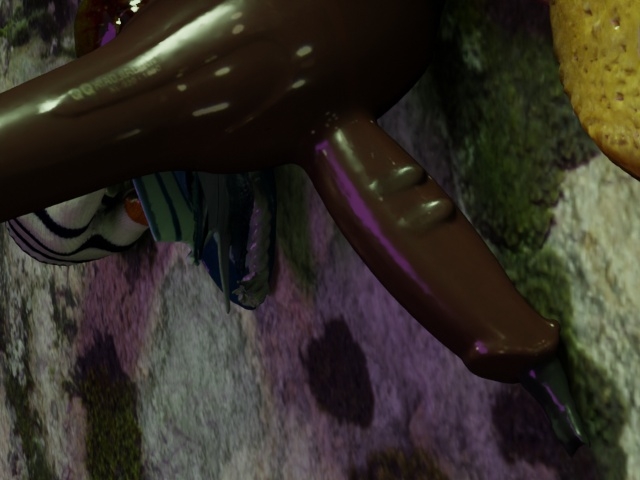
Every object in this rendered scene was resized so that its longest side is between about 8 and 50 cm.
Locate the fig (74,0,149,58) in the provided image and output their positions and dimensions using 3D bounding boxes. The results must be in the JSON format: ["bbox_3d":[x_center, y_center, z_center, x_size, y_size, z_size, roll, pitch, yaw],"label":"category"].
[{"bbox_3d":[-0.146,-0.154,1.321,0.154,0.103,0.109,-13,61,56],"label":"fig"}]

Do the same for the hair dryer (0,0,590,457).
[{"bbox_3d":[0.000,0.000,0.903,0.340,0.312,0.123,51,150,15],"label":"hair dryer"}]

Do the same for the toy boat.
[{"bbox_3d":[-0.071,-0.028,1.109,0.291,0.070,0.210,-93,-14,-57],"label":"toy boat"}]

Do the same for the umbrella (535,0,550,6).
[{"bbox_3d":[0.093,-0.147,0.910,0.165,0.025,0.027,42,113,51],"label":"umbrella"}]

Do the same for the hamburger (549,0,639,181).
[{"bbox_3d":[0.174,-0.095,0.643,0.191,0.118,0.182,-122,32,-48],"label":"hamburger"}]

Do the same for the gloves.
[{"bbox_3d":[-0.207,-0.056,1.450,0.219,0.131,0.140,124,132,-67],"label":"gloves"}]
